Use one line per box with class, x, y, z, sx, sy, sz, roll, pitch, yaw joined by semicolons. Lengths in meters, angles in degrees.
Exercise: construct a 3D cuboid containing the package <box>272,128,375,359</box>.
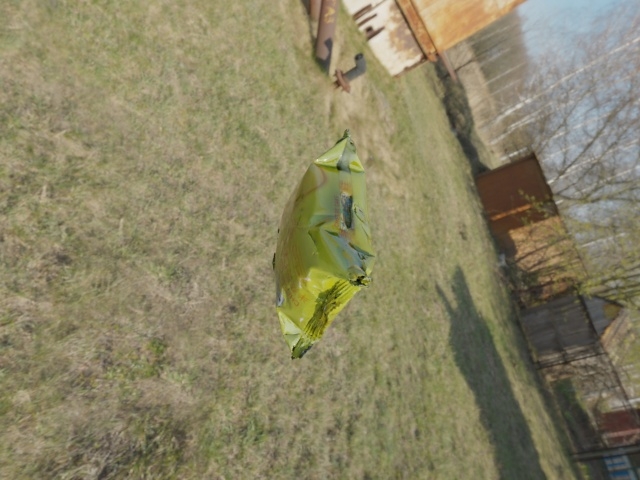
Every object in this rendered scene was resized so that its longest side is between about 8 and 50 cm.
package;0.000;0.000;0.504;0.090;0.168;0.227;16;48;-19
